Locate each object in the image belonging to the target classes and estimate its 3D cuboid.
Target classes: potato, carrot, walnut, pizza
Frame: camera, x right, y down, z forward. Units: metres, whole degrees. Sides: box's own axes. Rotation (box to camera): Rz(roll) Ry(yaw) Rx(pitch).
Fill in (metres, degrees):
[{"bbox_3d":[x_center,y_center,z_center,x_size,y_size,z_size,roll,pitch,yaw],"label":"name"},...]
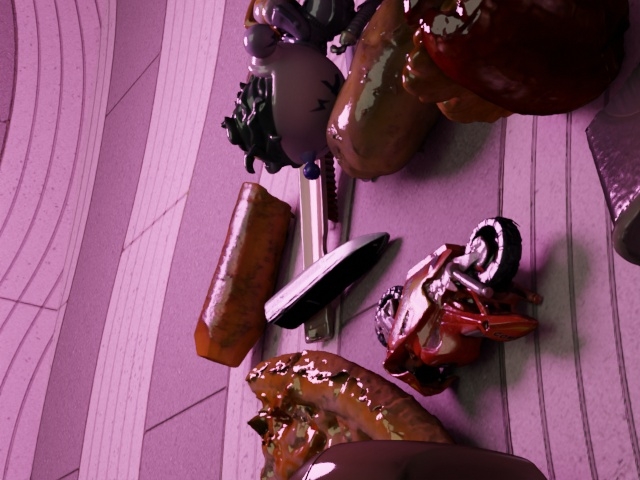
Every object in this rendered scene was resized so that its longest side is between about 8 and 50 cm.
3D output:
[{"bbox_3d":[0.104,-0.222,1.781,0.191,0.141,0.296,-118,45,-78],"label":"potato"},{"bbox_3d":[-0.125,0.060,2.140,0.114,0.114,0.301,4,76,65],"label":"carrot"},{"bbox_3d":[0.203,-0.233,1.430,0.244,0.269,0.221,-44,51,40],"label":"walnut"},{"bbox_3d":[0.006,0.290,1.659,0.435,0.080,0.392,-53,45,32],"label":"pizza"}]

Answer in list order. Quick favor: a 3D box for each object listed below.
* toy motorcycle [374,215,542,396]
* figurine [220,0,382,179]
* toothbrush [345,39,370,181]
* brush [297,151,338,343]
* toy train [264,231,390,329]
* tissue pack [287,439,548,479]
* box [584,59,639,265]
[{"bbox_3d":[0.155,0.089,1.548,0.298,0.089,0.171,-39,43,51],"label":"toy motorcycle"},{"bbox_3d":[-0.036,-0.276,1.931,0.186,0.261,0.381,0,71,36],"label":"figurine"},{"bbox_3d":[0.058,-0.229,2.017,0.030,0.025,0.342,-43,39,38],"label":"toothbrush"},{"bbox_3d":[0.000,0.000,1.982,0.060,0.050,0.321,-18,67,42],"label":"brush"},{"bbox_3d":[0.015,0.047,1.884,0.252,0.055,0.048,-40,44,34],"label":"toy train"},{"bbox_3d":[0.082,0.399,1.291,0.277,0.267,0.387,-20,66,55],"label":"tissue pack"},{"bbox_3d":[0.362,-0.118,1.186,0.274,0.138,0.178,-57,25,33],"label":"box"}]
